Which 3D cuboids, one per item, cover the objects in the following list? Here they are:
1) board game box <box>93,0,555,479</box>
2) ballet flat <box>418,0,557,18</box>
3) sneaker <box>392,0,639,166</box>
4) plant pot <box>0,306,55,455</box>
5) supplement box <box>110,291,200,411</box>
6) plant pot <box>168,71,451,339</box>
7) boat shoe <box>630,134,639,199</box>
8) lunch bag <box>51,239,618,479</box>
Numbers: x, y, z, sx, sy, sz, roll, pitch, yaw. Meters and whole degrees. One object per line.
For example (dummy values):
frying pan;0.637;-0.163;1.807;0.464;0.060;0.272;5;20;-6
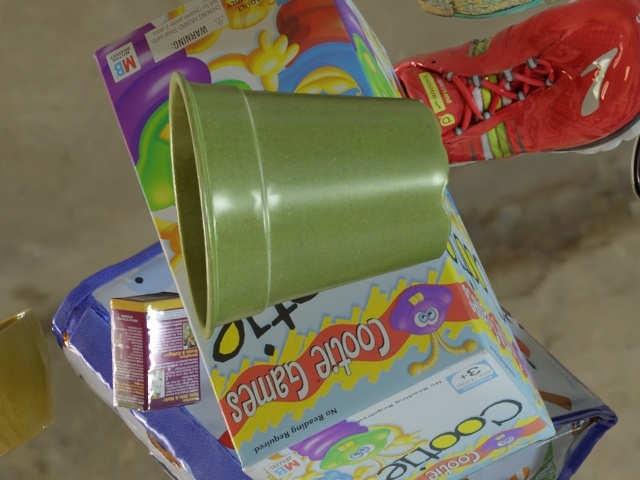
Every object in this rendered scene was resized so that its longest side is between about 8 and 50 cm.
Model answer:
board game box;0.000;0.000;1.105;0.144;0.275;0.142;-27;151;8
ballet flat;0.038;-0.266;1.010;0.123;0.348;0.123;-18;162;-6
sneaker;0.117;-0.095;1.370;0.279;0.107;0.118;-18;175;43
plant pot;-0.283;0.132;1.730;0.134;0.095;0.134;-30;-173;4
supplement box;-0.124;0.083;1.500;0.055;0.083;0.043;-5;-173;-44
plant pot;-0.003;-0.014;0.622;0.079;0.083;0.083;-6;149;-9
boat shoe;0.279;-0.088;1.525;0.049;0.133;0.042;30;176;-25
lunch bag;-0.003;0.143;1.693;0.385;0.328;0.239;-5;130;-52
